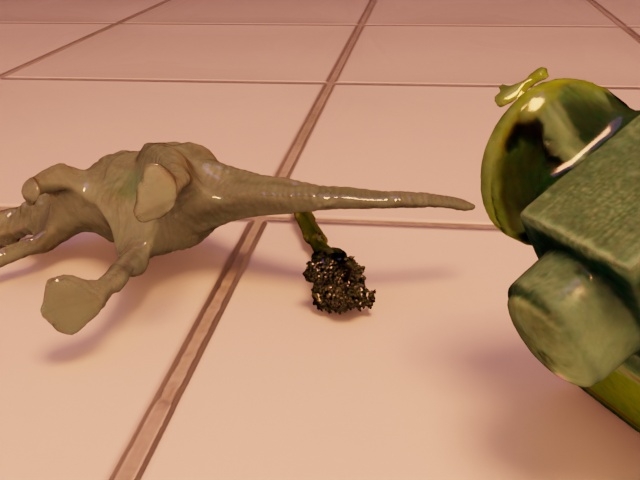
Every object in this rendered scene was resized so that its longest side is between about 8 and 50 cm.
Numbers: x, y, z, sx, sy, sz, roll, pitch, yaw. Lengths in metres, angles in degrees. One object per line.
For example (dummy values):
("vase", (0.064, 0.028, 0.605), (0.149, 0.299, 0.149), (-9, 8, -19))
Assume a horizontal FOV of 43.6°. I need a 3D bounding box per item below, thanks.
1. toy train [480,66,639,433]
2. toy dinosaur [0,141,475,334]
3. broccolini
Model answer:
("toy train", (0.209, -0.018, 0.373), (0.272, 0.188, 0.159), (-39, 33, -7))
("toy dinosaur", (-0.097, -0.022, 0.544), (0.393, 0.092, 0.205), (-13, 13, 4))
("broccolini", (0.001, 0.000, 0.607), (0.042, 0.044, 0.218), (-18, 20, -1))
